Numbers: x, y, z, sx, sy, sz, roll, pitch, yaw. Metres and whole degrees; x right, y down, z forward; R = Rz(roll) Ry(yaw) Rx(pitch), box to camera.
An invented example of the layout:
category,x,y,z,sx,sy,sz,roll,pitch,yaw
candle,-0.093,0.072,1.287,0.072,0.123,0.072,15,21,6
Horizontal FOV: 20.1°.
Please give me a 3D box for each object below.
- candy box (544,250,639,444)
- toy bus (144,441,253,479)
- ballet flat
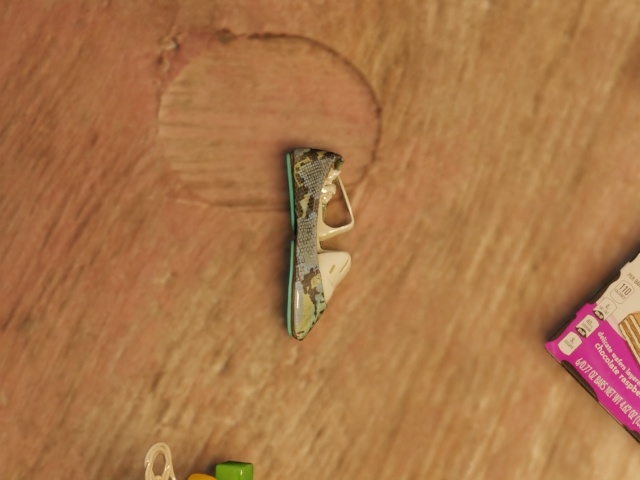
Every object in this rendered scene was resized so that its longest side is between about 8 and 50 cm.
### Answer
category,x,y,z,sx,sy,sz,roll,pitch,yaw
candy box,0.327,0.067,1.507,0.233,0.071,0.159,-45,62,2
toy bus,-0.069,0.279,1.531,0.104,0.202,0.191,2,78,23
ballet flat,0.000,0.000,1.679,0.070,0.070,0.188,-7,72,21
